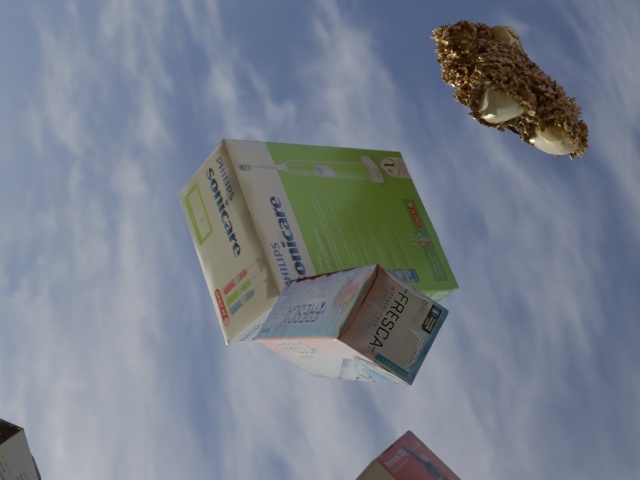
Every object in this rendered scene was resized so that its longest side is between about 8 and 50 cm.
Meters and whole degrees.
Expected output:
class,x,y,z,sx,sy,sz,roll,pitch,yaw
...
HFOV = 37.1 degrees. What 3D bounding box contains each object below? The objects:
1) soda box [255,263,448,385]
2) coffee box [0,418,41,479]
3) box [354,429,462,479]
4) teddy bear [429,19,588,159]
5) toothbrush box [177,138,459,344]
class,x,y,z,sx,sy,sz,roll,pitch,yaw
soda box,0.016,0.062,0.685,0.058,0.063,0.183,-61,-166,-15
coffee box,-0.464,0.302,1.007,0.168,0.297,0.119,12,-58,34
box,0.100,0.277,0.880,0.170,0.130,0.091,43,-75,13
teddy bear,0.253,-0.215,1.275,0.245,0.338,0.113,28,-71,0
toothbrush box,0.000,0.000,1.149,0.122,0.283,0.206,-42,-119,40
